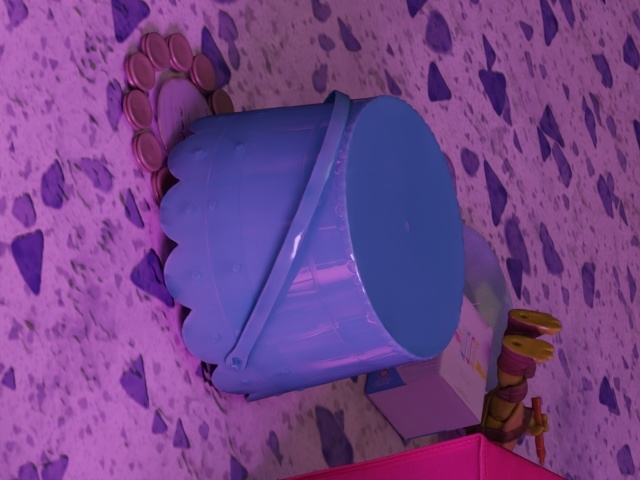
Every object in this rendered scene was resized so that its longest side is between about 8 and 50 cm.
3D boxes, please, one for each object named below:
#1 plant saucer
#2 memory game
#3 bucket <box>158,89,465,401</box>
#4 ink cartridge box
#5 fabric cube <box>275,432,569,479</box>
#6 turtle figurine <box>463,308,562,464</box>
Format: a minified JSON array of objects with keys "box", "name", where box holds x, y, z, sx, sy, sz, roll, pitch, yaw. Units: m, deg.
[{"box":[0.162,0.079,2.182,0.195,0.037,0.195,37,45,-49],"name":"plant saucer"},{"box":[-0.125,-0.103,1.781,0.186,0.012,0.186,35,47,-49],"name":"memory game"},{"box":[0.000,0.000,1.756,0.281,0.183,0.281,31,54,-55],"name":"bucket"},{"box":[0.115,0.118,2.021,0.090,0.092,0.143,49,37,-36],"name":"ink cartridge box"},{"box":[0.102,0.339,1.725,0.258,0.254,0.259,30,52,-50],"name":"fabric cube"},{"box":[0.201,0.185,2.105,0.269,0.087,0.217,-34,142,-59],"name":"turtle figurine"}]
